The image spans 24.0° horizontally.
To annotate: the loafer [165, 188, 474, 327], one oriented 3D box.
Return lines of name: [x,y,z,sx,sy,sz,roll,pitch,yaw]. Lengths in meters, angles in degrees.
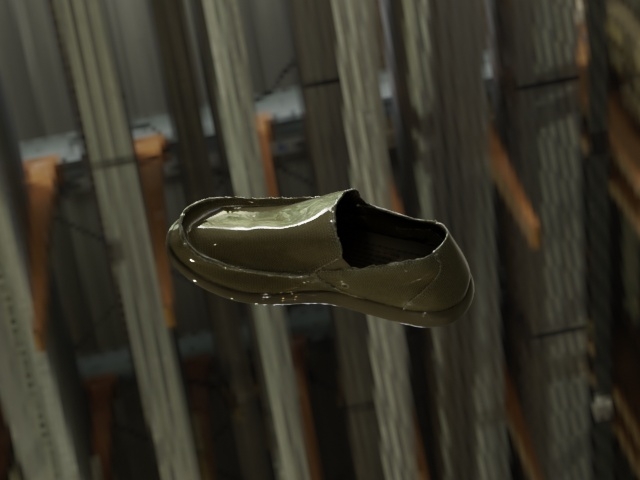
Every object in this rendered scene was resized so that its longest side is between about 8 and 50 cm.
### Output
loafer: [0.000,0.000,0.701,0.056,0.148,0.050,-75,-10,-45]
